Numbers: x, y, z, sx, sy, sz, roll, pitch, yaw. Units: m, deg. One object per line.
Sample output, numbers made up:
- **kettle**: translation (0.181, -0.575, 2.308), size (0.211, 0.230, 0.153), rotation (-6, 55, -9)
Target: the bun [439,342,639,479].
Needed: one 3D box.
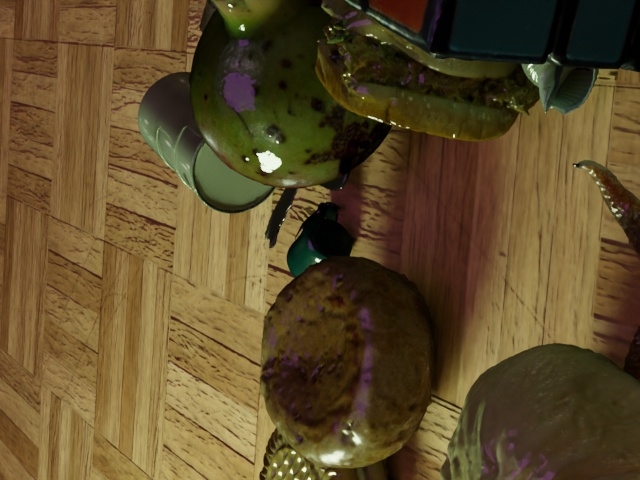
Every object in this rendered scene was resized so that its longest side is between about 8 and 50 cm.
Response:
- **bun**: translation (0.187, 0.197, 1.121), size (0.244, 0.153, 0.243), rotation (25, 119, 58)

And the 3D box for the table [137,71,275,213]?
- **table**: translation (-0.147, -0.132, 1.826), size (0.220, 0.126, 0.126), rotation (44, 128, 55)

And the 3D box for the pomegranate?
- **pomegranate**: translation (-0.042, -0.208, 1.461), size (0.242, 0.242, 0.306), rotation (24, 139, 61)

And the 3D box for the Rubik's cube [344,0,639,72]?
- **Rubik's cube**: translation (0.164, -0.299, 1.052), size (0.293, 0.288, 0.283), rotation (46, 131, 51)

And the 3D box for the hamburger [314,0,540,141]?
- **hamburger**: translation (0.102, -0.177, 1.280), size (0.189, 0.215, 0.122), rotation (-78, 4, -68)

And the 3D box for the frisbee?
- **frisbee**: translation (-0.028, -0.075, 1.668), size (0.187, 0.012, 0.211), rotation (-62, 30, 27)

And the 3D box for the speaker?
- **speaker**: translation (-0.005, -0.002, 1.616), size (0.075, 0.060, 0.094), rotation (-47, 49, 51)

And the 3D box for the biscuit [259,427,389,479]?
- **biscuit**: translation (0.003, 0.307, 1.577), size (0.259, 0.079, 0.259), rotation (3, 93, 64)

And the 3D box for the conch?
- **conch**: translation (0.211, -0.155, 1.205), size (0.076, 0.057, 0.085), rotation (-5, 104, 41)

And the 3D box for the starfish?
- **starfish**: translation (0.266, 0.018, 1.084), size (0.138, 0.050, 0.247), rotation (12, 113, 58)

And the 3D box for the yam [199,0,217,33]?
- **yam**: translation (-0.122, -0.307, 1.840), size (0.069, 0.070, 0.146), rotation (59, 138, 46)

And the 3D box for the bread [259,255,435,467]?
- **bread**: translation (0.035, 0.125, 1.455), size (0.230, 0.123, 0.230), rotation (-15, 71, 52)
